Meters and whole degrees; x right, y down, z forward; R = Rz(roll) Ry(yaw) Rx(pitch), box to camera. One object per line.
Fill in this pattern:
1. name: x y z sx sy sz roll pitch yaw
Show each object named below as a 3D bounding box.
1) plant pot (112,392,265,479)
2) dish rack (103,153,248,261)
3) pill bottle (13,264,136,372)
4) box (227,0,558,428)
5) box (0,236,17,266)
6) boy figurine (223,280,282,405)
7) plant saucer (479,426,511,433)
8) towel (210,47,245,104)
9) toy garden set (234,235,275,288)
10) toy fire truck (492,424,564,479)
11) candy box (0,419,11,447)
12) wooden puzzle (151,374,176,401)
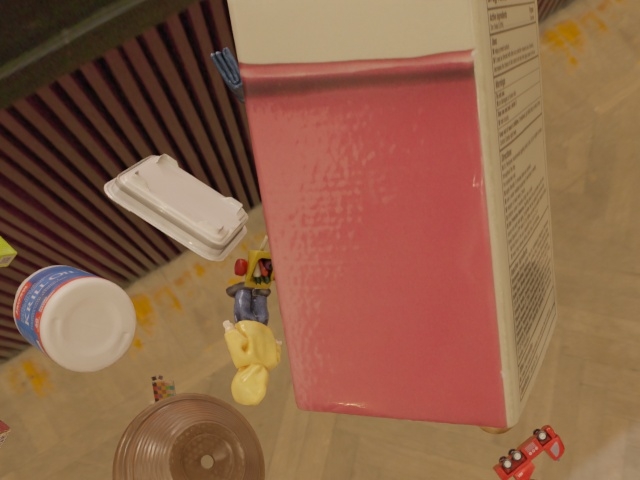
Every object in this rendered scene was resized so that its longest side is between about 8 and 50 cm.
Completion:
1. plant pot: -0.184 0.341 1.157 0.237 0.110 0.237 11 62 -23
2. dish rack: -0.335 -0.099 1.892 0.333 0.285 0.072 34 112 -2
3. pill bottle: -0.349 0.099 1.053 0.124 0.221 0.124 -3 96 -35
4. box: 0.053 -0.035 0.432 0.127 0.149 0.232 -1 106 26
5. box: -0.679 -0.017 1.461 0.178 0.109 0.042 42 103 8
6. boy figurine: -0.154 0.243 1.772 0.092 0.177 0.285 -23 61 35
7. plant saucer: 0.355 0.354 1.560 0.084 0.015 0.083 -4 44 4
8. towel: -0.123 -0.233 1.110 0.029 0.119 0.067 -29 86 2
9. toy garden set: 0.000 0.000 1.173 0.204 0.244 0.049 11 36 -28
10. toy fire truck: 0.408 0.464 1.475 0.192 0.047 0.135 -38 81 -2
11. candy box: -0.379 0.215 0.711 0.109 0.053 0.186 37 104 13
12. wooden puzzle: -0.352 0.340 1.727 0.049 0.006 0.083 -3 106 5
